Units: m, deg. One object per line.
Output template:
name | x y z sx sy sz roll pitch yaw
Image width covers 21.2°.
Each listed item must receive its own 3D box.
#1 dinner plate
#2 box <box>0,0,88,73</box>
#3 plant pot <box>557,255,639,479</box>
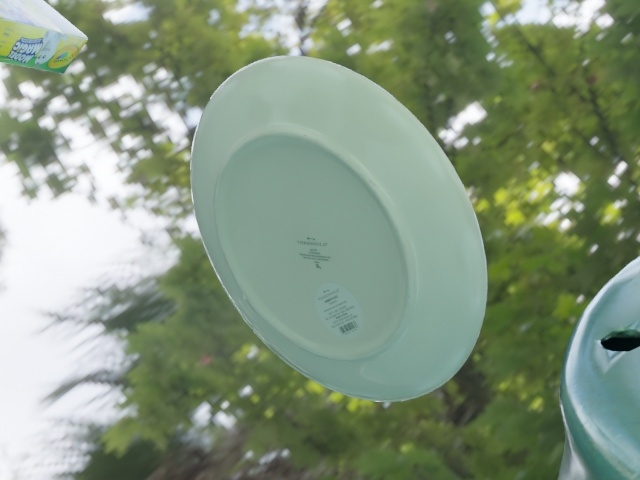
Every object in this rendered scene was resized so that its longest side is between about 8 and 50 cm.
dinner plate | 0.000 0.000 0.641 0.141 0.017 0.141 22 -52 32
box | -0.263 -0.180 1.324 0.105 0.179 0.043 40 -80 14
plant pot | 0.162 0.129 0.422 0.271 0.271 0.255 3 -63 27
